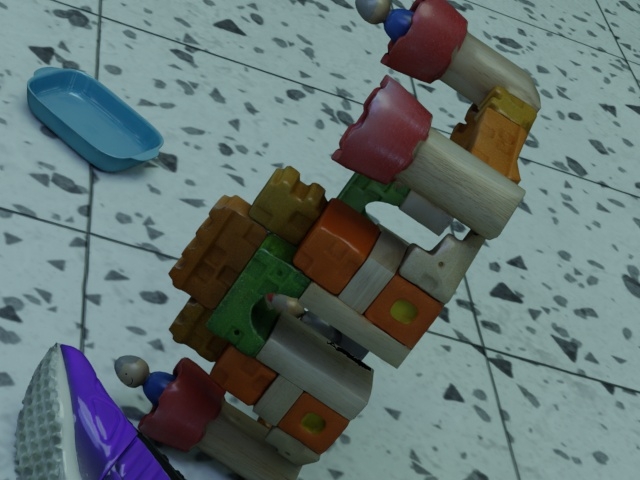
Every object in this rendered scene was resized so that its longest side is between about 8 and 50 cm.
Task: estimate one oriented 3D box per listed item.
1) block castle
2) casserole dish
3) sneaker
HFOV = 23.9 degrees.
[{"bbox_3d":[0.000,0.000,1.441,0.213,0.453,0.303,33,32,-5],"label":"block castle"},{"bbox_3d":[-0.275,-0.142,1.817,0.188,0.037,0.114,39,33,18],"label":"casserole dish"},{"bbox_3d":[-0.172,0.220,1.325,0.146,0.102,0.293,7,44,-34],"label":"sneaker"}]
